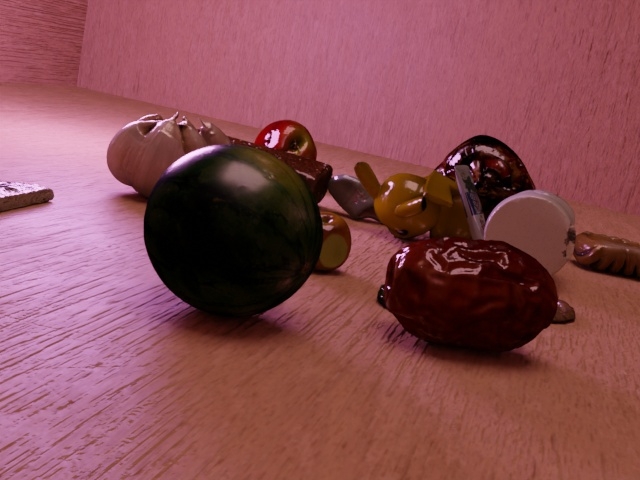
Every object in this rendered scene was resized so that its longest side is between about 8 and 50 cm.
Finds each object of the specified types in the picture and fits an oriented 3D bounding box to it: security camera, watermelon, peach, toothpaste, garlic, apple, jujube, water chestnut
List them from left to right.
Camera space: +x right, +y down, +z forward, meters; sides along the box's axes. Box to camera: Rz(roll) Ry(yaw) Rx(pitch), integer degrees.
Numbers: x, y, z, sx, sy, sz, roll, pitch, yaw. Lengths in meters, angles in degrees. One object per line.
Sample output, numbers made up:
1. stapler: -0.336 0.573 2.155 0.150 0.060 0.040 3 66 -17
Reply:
1. garlic: -0.321 -0.180 1.772 0.281 0.203 0.184 12 30 -18
2. watermelon: -0.119 -0.013 1.104 0.242 0.242 0.242 11 12 -2
3. peach: -0.112 -0.259 2.382 0.197 0.197 0.197 11 12 -2
4. apple: 0.000 0.000 1.462 0.114 0.102 0.099 4 16 -29
5. jujube: 0.218 0.075 1.178 0.250 0.174 0.174 13 12 -9
6. toothpaste: 0.347 -0.062 1.835 0.038 0.233 0.060 -22 -11 39
7. water chestnut: 0.426 -0.131 2.149 0.289 0.289 0.244 18 45 26
8. security camera: 0.462 -0.018 1.781 0.195 0.194 0.236 15 11 15

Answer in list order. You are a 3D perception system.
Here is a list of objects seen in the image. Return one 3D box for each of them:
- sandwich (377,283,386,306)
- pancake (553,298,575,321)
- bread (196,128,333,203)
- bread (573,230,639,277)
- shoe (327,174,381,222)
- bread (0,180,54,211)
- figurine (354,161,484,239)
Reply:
1. sandwich: 0.132 0.092 1.346 0.101 0.026 0.069 1 15 -42
2. pancake: 0.380 0.112 1.505 0.199 0.021 0.199 12 12 -3
3. bread: -0.186 -0.186 2.076 0.417 0.113 0.165 18 19 14
4. bread: 0.746 0.042 2.030 0.225 0.081 0.134 13 17 -1
5. shoe: 0.103 -0.092 2.025 0.195 0.079 0.078 26 47 -3
6. bread: -0.585 -0.090 1.484 0.112 0.036 0.193 13 12 11
7. figurine: 0.250 -0.082 1.911 0.327 0.169 0.218 -1 25 -35
